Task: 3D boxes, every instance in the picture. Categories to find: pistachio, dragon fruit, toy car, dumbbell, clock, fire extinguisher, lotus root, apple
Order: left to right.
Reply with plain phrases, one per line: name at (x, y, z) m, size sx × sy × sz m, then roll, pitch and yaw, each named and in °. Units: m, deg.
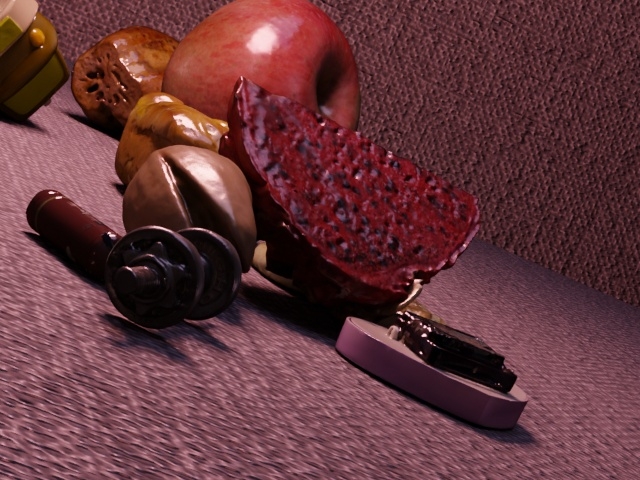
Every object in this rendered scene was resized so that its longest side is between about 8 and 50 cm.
toy car at (-0.435, -0.253, 2.327) m, size 0.198 × 0.204 × 0.248 m, roll 50°, pitch -9°, yaw -37°
fire extinguisher at (-0.201, 0.001, 1.494) m, size 0.158 × 0.043 × 0.064 m, roll 32°, pitch -33°, yaw 50°
lotus root at (-0.274, -0.233, 2.761) m, size 0.193 × 0.193 × 0.291 m, roll 27°, pitch 11°, yaw 25°
dumbbell at (-0.117, 0.028, 1.404) m, size 0.081 × 0.082 × 0.254 m, roll 26°, pitch 6°, yaw 10°
pistachio at (-0.121, -0.022, 1.670) m, size 0.135 × 0.136 × 0.226 m, roll 22°, pitch 11°, yaw -22°
apple at (-0.096, -0.214, 2.611) m, size 0.269 × 0.345 × 0.345 m, roll 4°, pitch -4°, yaw 26°
dragon fruit at (0.000, 0.000, 1.804) m, size 0.317 × 0.152 × 0.205 m, roll 28°, pitch 43°, yaw -22°
clock at (0.121, 0.119, 1.657) m, size 0.198 × 0.064 × 0.172 m, roll 21°, pitch 6°, yaw -26°

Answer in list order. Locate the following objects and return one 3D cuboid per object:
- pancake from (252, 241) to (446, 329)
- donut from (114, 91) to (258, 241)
pancake at (0.034, 0.058, 1.981) m, size 0.253 × 0.037 × 0.253 m, roll 25°, pitch 6°, yaw -3°
donut at (-0.137, -0.084, 2.105) m, size 0.208 × 0.128 × 0.261 m, roll 24°, pitch 6°, yaw -17°
